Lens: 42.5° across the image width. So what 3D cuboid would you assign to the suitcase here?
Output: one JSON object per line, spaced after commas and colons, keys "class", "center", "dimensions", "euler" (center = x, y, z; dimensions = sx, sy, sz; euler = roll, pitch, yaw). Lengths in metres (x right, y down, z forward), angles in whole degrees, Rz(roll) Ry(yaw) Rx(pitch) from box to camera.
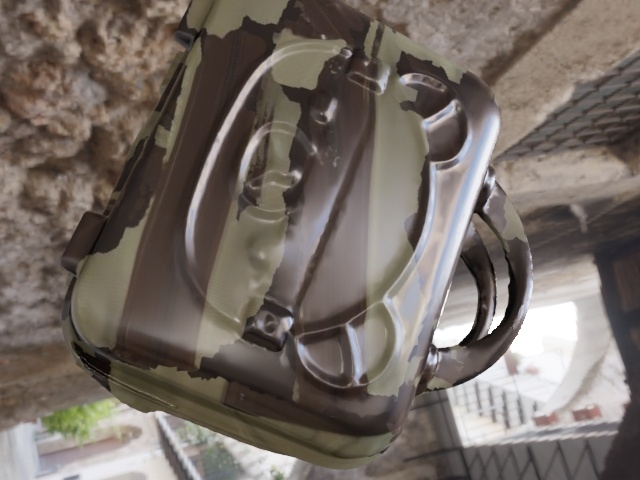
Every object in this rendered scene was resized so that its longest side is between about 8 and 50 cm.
{"class": "suitcase", "center": [0.000, 0.000, 0.661], "dimensions": [0.352, 0.339, 0.194], "euler": [-69, -169, -19]}
